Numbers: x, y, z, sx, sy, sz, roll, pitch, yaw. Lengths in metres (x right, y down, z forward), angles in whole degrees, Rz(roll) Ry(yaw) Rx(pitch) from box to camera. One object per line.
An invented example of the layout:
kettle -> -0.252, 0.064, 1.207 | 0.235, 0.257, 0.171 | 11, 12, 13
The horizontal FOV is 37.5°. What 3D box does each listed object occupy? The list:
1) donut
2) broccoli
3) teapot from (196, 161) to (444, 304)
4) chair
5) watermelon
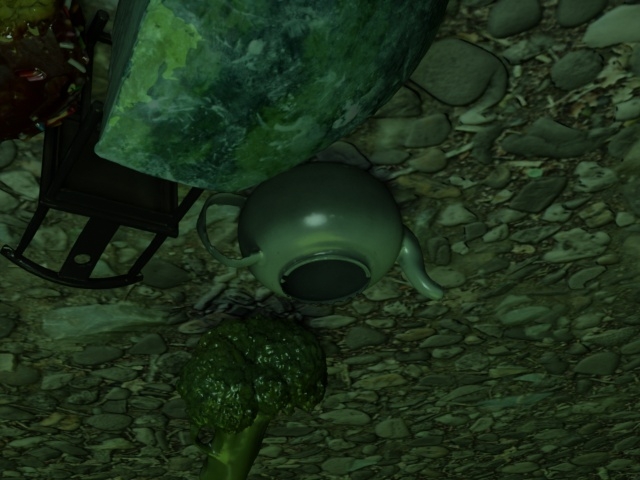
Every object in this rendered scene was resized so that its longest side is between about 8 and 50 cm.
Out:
donut -> -0.307, -0.179, 0.793 | 0.230, 0.096, 0.216 | 15, 145, -15
broccoli -> -0.105, 0.217, 1.391 | 0.254, 0.186, 0.302 | -36, 161, -30
teapot -> 0.000, 0.000, 1.098 | 0.295, 0.129, 0.193 | 7, 144, -19
chair -> -0.203, -0.075, 0.942 | 0.155, 0.141, 0.260 | 15, 140, -28
watermelon -> -0.054, -0.210, 0.732 | 0.387, 0.258, 0.228 | -38, 142, -31
